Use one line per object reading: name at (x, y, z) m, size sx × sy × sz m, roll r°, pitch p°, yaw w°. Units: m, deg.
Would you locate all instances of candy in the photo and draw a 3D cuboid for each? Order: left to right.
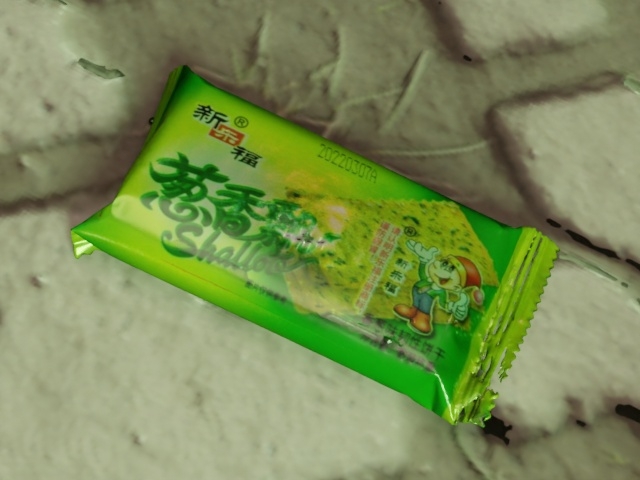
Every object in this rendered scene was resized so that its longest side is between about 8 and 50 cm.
candy at (0.000, -0.001, 0.689) m, size 0.178 × 0.032 × 0.102 m, roll 25°, pitch 57°, yaw 4°
